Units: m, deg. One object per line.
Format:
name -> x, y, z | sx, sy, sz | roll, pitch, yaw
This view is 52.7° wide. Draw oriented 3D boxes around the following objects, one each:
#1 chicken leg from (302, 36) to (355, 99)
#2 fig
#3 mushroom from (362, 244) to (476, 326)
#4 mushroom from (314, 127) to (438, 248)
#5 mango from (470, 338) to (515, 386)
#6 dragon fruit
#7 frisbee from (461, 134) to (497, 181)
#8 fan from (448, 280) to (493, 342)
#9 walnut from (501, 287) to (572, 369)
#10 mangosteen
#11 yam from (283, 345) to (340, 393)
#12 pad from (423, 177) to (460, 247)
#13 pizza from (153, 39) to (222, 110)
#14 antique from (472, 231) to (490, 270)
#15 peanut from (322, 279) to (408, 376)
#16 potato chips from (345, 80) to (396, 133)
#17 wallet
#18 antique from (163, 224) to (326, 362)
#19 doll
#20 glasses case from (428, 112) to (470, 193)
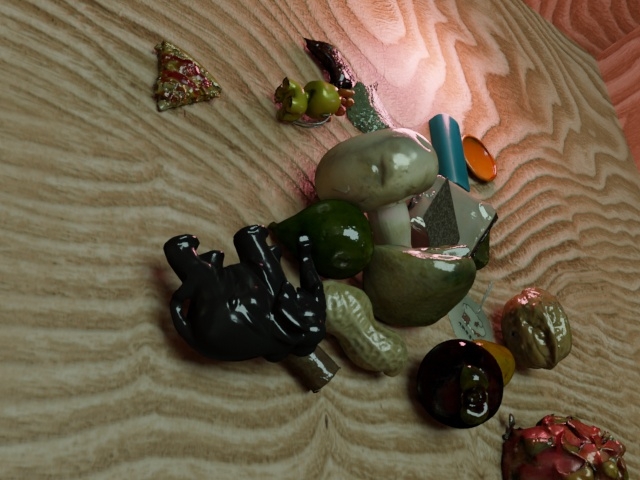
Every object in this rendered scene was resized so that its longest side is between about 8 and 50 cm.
chicken leg -> 0.037, -0.524, 1.951 | 0.105, 0.063, 0.234 | -18, 76, -52
fig -> 0.000, 0.000, 1.505 | 0.245, 0.195, 0.195 | 1, 58, -3
mushroom -> 0.265, 0.124, 1.596 | 0.292, 0.212, 0.217 | -2, 101, -41
mushroom -> 0.149, -0.154, 1.654 | 0.356, 0.315, 0.315 | 61, 22, -57
mango -> 0.454, 0.334, 1.747 | 0.227, 0.109, 0.147 | -10, 67, -48
dragon fruit -> 0.640, 0.591, 1.639 | 0.314, 0.263, 0.296 | 45, 43, -12
frisbee -> 0.555, -0.289, 2.300 | 0.192, 0.035, 0.192 | 22, 51, -30
fan -> 0.471, 0.208, 1.919 | 0.190, 0.009, 0.329 | 51, 42, -4
walnut -> 0.635, 0.264, 1.906 | 0.198, 0.198, 0.245 | -8, 77, -45
mangosteen -> 0.339, 0.340, 1.555 | 0.216, 0.216, 0.216 | 23, 51, -31
yam -> -0.028, 0.254, 1.372 | 0.127, 0.084, 0.084 | 48, 42, -10
pad -> 0.327, -0.032, 1.728 | 0.158, 0.003, 0.235 | -54, 140, -31
pizza -> -0.327, -0.372, 1.513 | 0.188, 0.062, 0.199 | 35, 46, -18
antique -> 0.470, -0.004, 2.006 | 0.081, 0.080, 0.221 | 33, 47, -22
peanut -> 0.087, 0.200, 1.480 | 0.298, 0.120, 0.136 | 45, 80, -12
potato chips -> 0.165, -0.401, 1.977 | 0.228, 0.059, 0.167 | -12, 97, -47
wallet -> 0.366, -0.037, 1.884 | 0.275, 0.068, 0.335 | 39, 60, -3
antique -> -0.138, 0.117, 1.271 | 0.322, 0.185, 0.255 | -8, 61, -27
doll -> -0.011, -0.376, 1.759 | 0.221, 0.143, 0.135 | 3, 60, -34
glasses case -> 0.439, -0.286, 2.169 | 0.117, 0.070, 0.301 | 22, 50, -33
